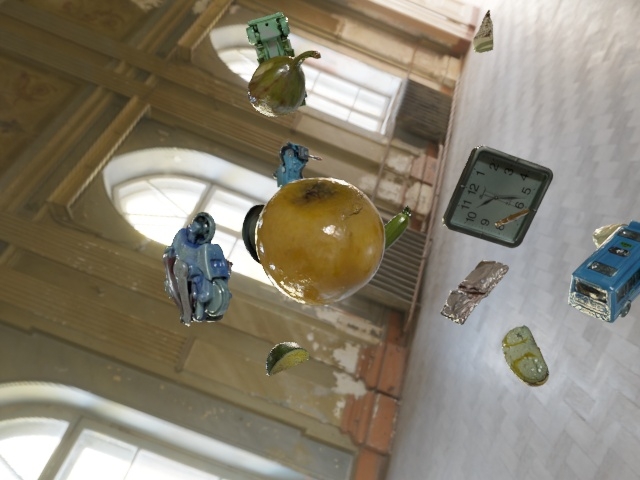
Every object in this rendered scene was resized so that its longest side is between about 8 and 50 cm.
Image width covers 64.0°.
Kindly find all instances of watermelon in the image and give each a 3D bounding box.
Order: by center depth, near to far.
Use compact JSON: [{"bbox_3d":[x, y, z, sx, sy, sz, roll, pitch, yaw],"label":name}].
[{"bbox_3d":[-0.127,0.411,1.854,0.182,0.075,0.091,-16,-54,-35],"label":"watermelon"}]

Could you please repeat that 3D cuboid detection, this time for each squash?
[{"bbox_3d":[0.216,-0.009,1.704,0.252,0.066,0.066,-43,6,7],"label":"squash"}]

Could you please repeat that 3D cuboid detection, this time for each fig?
[{"bbox_3d":[-0.072,-0.385,1.184,0.245,0.149,0.149,-28,35,51],"label":"fig"}]

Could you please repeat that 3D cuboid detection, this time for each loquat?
[{"bbox_3d":[0.000,0.000,1.017,0.263,0.263,0.262,-158,90,-87],"label":"loquat"}]

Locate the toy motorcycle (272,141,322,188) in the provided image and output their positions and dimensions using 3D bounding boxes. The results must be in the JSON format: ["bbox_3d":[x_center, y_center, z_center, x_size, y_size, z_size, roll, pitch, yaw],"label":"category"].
[{"bbox_3d":[-0.084,-0.233,1.943,0.124,0.182,0.271,-11,76,49],"label":"toy motorcycle"}]

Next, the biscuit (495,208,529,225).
[{"bbox_3d":[0.449,-0.055,1.177,0.092,0.082,0.016,56,-170,-85],"label":"biscuit"}]

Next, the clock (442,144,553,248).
[{"bbox_3d":[0.544,-0.131,1.580,0.049,0.279,0.273,-104,32,-70],"label":"clock"}]

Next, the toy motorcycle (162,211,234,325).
[{"bbox_3d":[-0.384,0.090,1.519,0.182,0.241,0.318,34,-137,-74],"label":"toy motorcycle"}]

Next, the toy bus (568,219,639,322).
[{"bbox_3d":[0.692,0.069,1.190,0.246,0.114,0.134,-35,-52,-22],"label":"toy bus"}]

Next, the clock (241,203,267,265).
[{"bbox_3d":[-0.142,-0.015,1.441,0.040,0.185,0.184,-20,-41,-53],"label":"clock"}]

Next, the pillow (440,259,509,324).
[{"bbox_3d":[0.497,0.160,1.680,0.248,0.049,0.135,-47,19,-6],"label":"pillow"}]

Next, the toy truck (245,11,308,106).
[{"bbox_3d":[-0.128,-0.516,1.488,0.135,0.129,0.259,-99,-6,-62],"label":"toy truck"}]

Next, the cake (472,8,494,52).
[{"bbox_3d":[0.452,-0.565,1.372,0.139,0.055,0.051,-63,-38,-25],"label":"cake"}]

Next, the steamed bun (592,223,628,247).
[{"bbox_3d":[1.083,-0.007,1.889,0.130,0.090,0.112,-23,15,32],"label":"steamed bun"}]

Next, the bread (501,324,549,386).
[{"bbox_3d":[0.480,0.276,1.198,0.083,0.094,0.157,-28,48,19],"label":"bread"}]
